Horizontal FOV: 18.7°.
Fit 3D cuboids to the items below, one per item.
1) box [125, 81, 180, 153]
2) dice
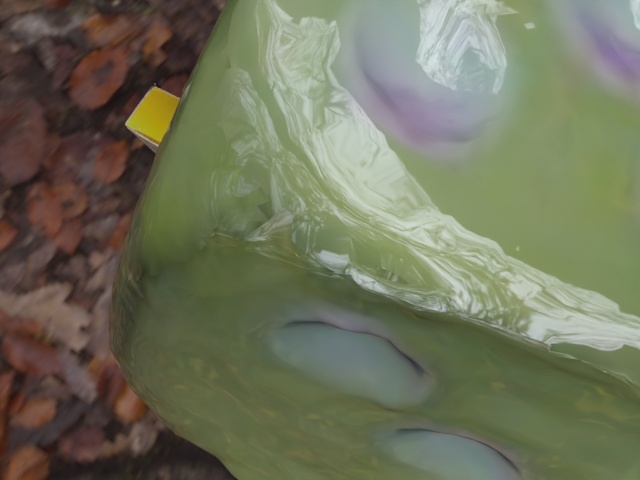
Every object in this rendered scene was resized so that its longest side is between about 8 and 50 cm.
[{"bbox_3d":[0.000,0.000,1.104,0.129,0.247,0.033,27,80,36],"label":"box"},{"bbox_3d":[0.077,-0.023,0.725,0.250,0.252,0.254,25,64,0],"label":"dice"}]
